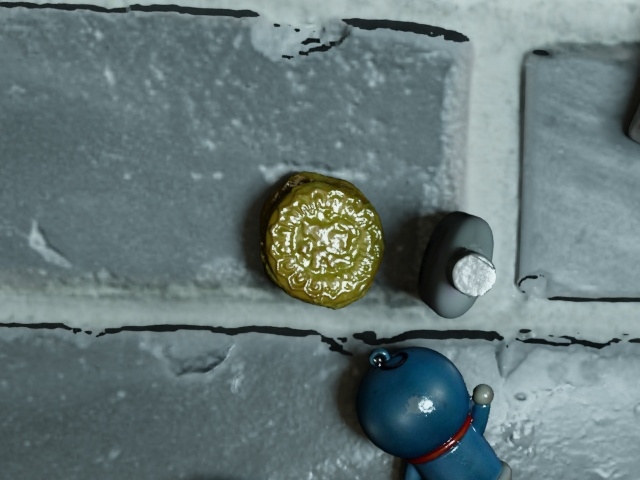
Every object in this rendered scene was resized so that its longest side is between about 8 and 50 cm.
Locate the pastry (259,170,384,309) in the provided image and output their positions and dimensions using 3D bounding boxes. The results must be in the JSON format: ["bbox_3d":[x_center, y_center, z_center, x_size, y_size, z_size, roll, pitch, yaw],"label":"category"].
[{"bbox_3d":[0.000,0.000,1.218,0.097,0.057,0.109,-16,95,-4],"label":"pastry"}]

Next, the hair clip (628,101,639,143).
[{"bbox_3d":[0.330,-0.220,1.206,0.085,0.101,0.330,23,94,-8],"label":"hair clip"}]

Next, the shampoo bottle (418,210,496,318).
[{"bbox_3d":[0.103,0.019,1.169,0.040,0.165,0.080,20,92,-4],"label":"shampoo bottle"}]

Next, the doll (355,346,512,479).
[{"bbox_3d":[0.084,0.143,1.221,0.114,0.085,0.152,-36,105,11],"label":"doll"}]
